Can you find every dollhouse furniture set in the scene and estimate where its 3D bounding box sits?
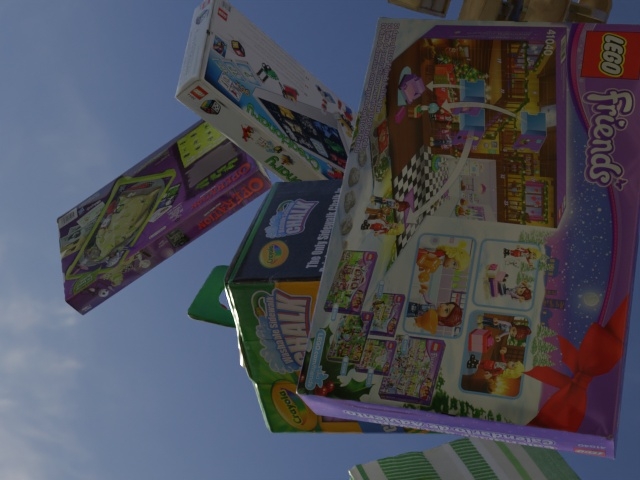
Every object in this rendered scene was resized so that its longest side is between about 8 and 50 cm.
[{"bbox_3d":[0.227,-0.325,1.256,0.242,0.212,0.161,24,-74,23],"label":"dollhouse furniture set"}]

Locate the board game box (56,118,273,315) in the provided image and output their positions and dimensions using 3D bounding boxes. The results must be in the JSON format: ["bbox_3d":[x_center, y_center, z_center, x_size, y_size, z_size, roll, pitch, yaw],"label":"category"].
[{"bbox_3d":[-0.244,-0.055,1.585,0.347,0.056,0.208,-33,-144,9],"label":"board game box"}]

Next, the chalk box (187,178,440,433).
[{"bbox_3d":[0.027,0.058,0.974,0.289,0.180,0.179,-3,-58,18],"label":"chalk box"}]

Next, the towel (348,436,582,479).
[{"bbox_3d":[0.233,0.390,1.599,0.248,0.325,0.038,-126,-151,-56],"label":"towel"}]

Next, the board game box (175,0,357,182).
[{"bbox_3d":[-0.063,-0.188,1.484,0.053,0.305,0.193,-30,-142,33],"label":"board game box"}]

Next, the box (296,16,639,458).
[{"bbox_3d":[0.113,-0.014,0.716,0.201,0.057,0.293,6,-112,19],"label":"box"}]

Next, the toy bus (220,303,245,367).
[{"bbox_3d":[-0.099,0.139,1.900,0.191,0.104,0.202,-40,-63,17],"label":"toy bus"}]
